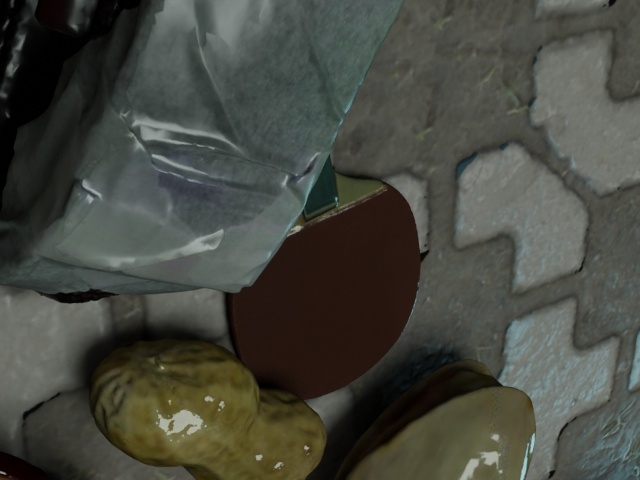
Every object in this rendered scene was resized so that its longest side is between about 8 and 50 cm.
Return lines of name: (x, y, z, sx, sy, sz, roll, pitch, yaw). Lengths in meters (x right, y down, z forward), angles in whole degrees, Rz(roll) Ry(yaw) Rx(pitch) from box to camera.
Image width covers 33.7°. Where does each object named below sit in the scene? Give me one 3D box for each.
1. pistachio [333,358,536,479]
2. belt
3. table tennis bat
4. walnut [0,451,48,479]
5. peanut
pistachio: (0.078, 0.193, 0.809, 0.144, 0.144, 0.215, 29, 91, -42)
belt: (-0.065, -0.096, 0.503, 0.164, 0.184, 0.289, 10, 115, -44)
table tennis bat: (0.000, 0.000, 0.713, 0.154, 0.021, 0.274, -26, 130, -21)
walnut: (-0.187, 0.262, 0.620, 0.269, 0.222, 0.244, -70, 162, 7)
peanut: (-0.066, 0.116, 0.691, 0.089, 0.089, 0.193, -53, 137, 2)
